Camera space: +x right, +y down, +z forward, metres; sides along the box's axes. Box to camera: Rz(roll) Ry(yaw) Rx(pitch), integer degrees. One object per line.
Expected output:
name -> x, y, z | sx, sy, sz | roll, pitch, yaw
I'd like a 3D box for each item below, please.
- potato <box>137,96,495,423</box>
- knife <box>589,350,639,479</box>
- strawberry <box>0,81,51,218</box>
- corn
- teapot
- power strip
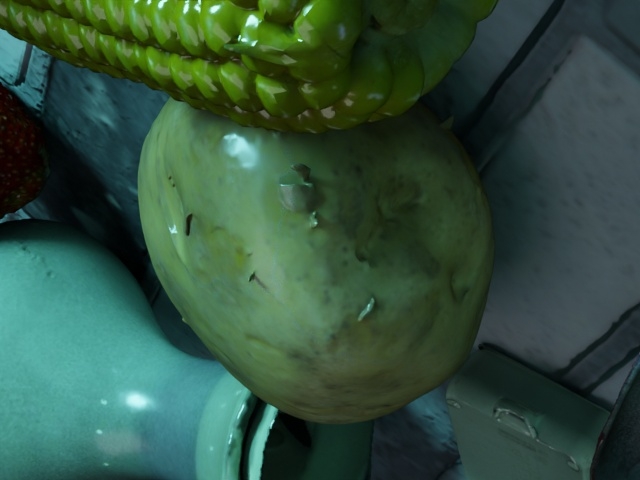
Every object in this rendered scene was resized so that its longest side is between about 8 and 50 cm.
potato -> 0.003, 0.003, 0.814 | 0.161, 0.128, 0.235 | 45, 165, 35
knife -> 0.154, 0.034, 0.710 | 0.123, 0.053, 0.278 | 32, 155, 11
strawberry -> -0.195, -0.044, 1.053 | 0.106, 0.106, 0.106 | 33, 154, 19
corn -> -0.089, -0.134, 0.710 | 0.344, 0.131, 0.131 | 26, 151, 38
teapot -> -0.104, 0.089, 1.058 | 0.251, 0.183, 0.183 | 11, 143, 32
power strip -> 0.108, 0.125, 0.948 | 0.081, 0.035, 0.192 | 26, 151, 30
